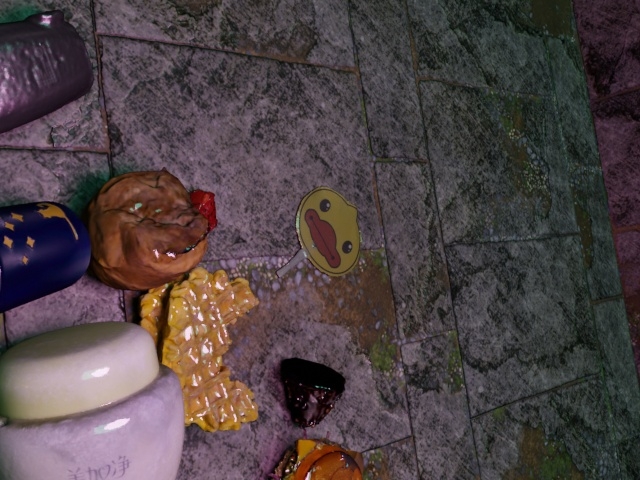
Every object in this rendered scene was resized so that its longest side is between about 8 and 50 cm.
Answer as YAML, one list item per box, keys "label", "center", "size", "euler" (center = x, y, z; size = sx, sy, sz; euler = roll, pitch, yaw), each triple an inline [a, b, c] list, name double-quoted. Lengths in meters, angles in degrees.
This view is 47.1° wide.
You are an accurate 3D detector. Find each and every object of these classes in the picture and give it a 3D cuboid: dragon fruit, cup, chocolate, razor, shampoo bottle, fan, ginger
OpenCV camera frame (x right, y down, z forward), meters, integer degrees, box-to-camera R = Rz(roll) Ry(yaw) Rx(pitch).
- label: "dragon fruit"
  center: [-0.267, -0.044, 1.569]
  size: [0.097, 0.063, 0.131]
  euler: [54, 52, -18]
- label: "cup"
  center: [-0.535, -0.009, 1.208]
  size: [0.255, 0.178, 0.256]
  euler: [61, 18, -1]
- label: "chocolate"
  center: [-0.027, 0.361, 1.667]
  size: [0.156, 0.156, 0.133]
  euler: [11, 102, -39]
- label: "razor"
  center: [-0.573, -0.297, 1.319]
  size: [0.327, 0.107, 0.189]
  euler: [-35, 120, -40]
- label: "shampoo bottle"
  center: [-0.388, 0.311, 1.223]
  size: [0.322, 0.322, 0.317]
  euler: [-17, 105, -41]
- label: "fan"
  center: [0.001, 0.000, 1.823]
  size: [0.335, 0.011, 0.229]
  euler: [-41, 108, -38]
- label: "ginger"
  center: [-0.339, 0.004, 1.380]
  size: [0.200, 0.223, 0.269]
  euler: [-10, 50, -33]

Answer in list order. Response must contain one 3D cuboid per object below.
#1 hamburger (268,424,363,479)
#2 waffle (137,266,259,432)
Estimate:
- label: "hamburger"
  center: [-0.012, 0.544, 1.612]
  size: [0.243, 0.139, 0.261]
  euler: [30, 67, -35]
- label: "waffle"
  center: [-0.239, 0.222, 1.479]
  size: [0.261, 0.151, 0.324]
  euler: [6, 74, -43]
